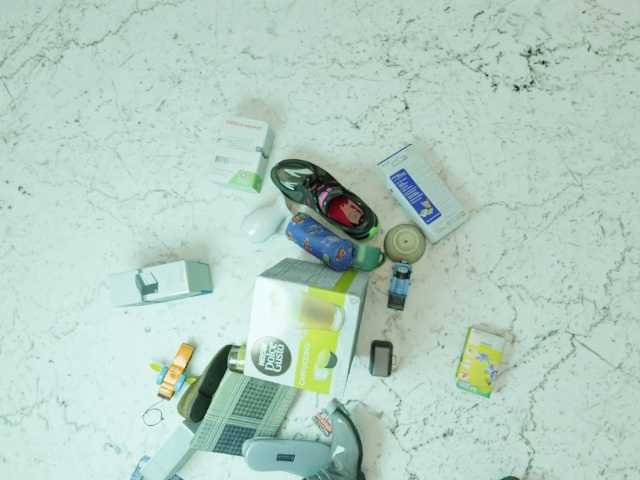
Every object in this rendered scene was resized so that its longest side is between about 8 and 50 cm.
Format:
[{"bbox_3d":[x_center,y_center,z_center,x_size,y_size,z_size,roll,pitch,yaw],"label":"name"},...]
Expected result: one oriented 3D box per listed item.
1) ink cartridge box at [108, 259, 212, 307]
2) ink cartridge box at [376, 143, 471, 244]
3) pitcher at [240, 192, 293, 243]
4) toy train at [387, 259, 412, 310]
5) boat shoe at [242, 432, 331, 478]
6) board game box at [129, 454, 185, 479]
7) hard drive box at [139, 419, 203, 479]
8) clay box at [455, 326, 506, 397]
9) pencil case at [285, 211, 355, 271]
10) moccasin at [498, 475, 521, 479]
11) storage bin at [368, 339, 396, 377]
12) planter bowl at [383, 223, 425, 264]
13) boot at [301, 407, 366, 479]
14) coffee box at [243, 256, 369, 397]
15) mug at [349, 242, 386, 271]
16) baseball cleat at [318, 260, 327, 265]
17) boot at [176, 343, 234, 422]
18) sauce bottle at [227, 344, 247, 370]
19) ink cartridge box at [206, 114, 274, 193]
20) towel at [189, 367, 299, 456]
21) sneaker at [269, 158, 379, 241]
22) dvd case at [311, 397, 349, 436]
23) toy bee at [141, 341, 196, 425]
[{"bbox_3d":[-0.611,0.170,1.623,0.308,0.223,0.128,-11,82,6],"label":"ink cartridge box"},{"bbox_3d":[0.386,-0.180,1.596,0.176,0.069,0.370,-33,81,-14],"label":"ink cartridge box"},{"bbox_3d":[-0.195,-0.061,1.660,0.207,0.125,0.177,-38,94,-10],"label":"pitcher"},{"bbox_3d":[0.292,0.165,1.544,0.080,0.105,0.184,11,107,9],"label":"toy train"},{"bbox_3d":[-0.111,0.778,1.522,0.367,0.156,0.135,14,78,-20],"label":"boat shoe"},{"bbox_3d":[-0.634,0.944,1.614,0.201,0.035,0.136,27,87,10],"label":"board game box"},{"bbox_3d":[-0.517,0.764,1.550,0.089,0.181,0.232,40,88,12],"label":"hard drive box"},{"bbox_3d":[0.573,0.438,1.512,0.128,0.053,0.221,17,86,10],"label":"clay box"},{"bbox_3d":[0.000,0.000,1.564,0.133,0.119,0.306,-25,39,-32],"label":"pencil case"},{"bbox_3d":[0.605,0.974,1.390,0.147,0.139,0.379,18,85,9],"label":"moccasin"},{"bbox_3d":[0.229,0.441,1.539,0.098,0.091,0.135,5,84,8],"label":"storage bin"},{"bbox_3d":[0.319,0.009,1.578,0.162,0.109,0.161,-1,82,8],"label":"planter bowl"},{"bbox_3d":[0.033,0.774,1.433,0.223,0.118,0.337,-12,90,-30],"label":"boot"},{"bbox_3d":[-0.036,0.274,1.435,0.335,0.338,0.337,11,100,10],"label":"coffee box"},{"bbox_3d":[0.168,0.068,1.579,0.158,0.129,0.097,11,87,9],"label":"mug"},{"bbox_3d":[0.059,0.147,1.621,0.110,0.072,0.205,-13,91,0],"label":"baseball cleat"},{"bbox_3d":[-0.431,0.520,1.579,0.115,0.112,0.305,-4,43,40],"label":"boot"},{"bbox_3d":[-0.169,0.462,1.581,0.345,0.111,0.111,5,83,7],"label":"sauce bottle"},{"bbox_3d":[-0.321,-0.349,1.710,0.199,0.115,0.272,13,84,9],"label":"ink cartridge box"},{"bbox_3d":[-0.267,0.622,1.508,0.312,0.056,0.324,27,92,-30],"label":"towel"},{"bbox_3d":[0.019,-0.178,1.596,0.483,0.202,0.185,31,87,10],"label":"sneaker"},{"bbox_3d":[0.037,0.663,1.574,0.119,0.013,0.087,-44,79,1],"label":"dvd case"},{"bbox_3d":[-0.587,0.544,1.617,0.195,0.162,0.298,43,61,6],"label":"toy bee"}]
